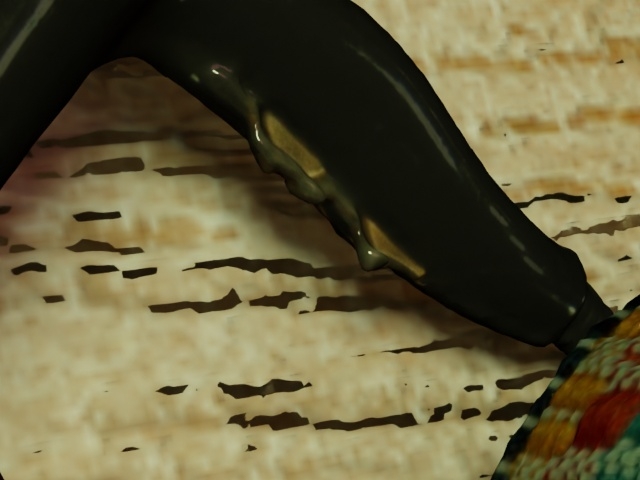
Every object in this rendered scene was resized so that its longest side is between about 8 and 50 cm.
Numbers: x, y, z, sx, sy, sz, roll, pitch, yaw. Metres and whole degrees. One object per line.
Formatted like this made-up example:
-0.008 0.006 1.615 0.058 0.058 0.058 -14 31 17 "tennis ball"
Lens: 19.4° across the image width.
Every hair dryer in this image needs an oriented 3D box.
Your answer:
0.000 0.000 0.453 0.359 0.120 0.304 39 49 -31 "hair dryer"

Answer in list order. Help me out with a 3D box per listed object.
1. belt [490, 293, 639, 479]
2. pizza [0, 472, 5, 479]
0.182 0.106 0.466 0.295 0.160 0.207 10 83 -23 "belt"
-0.119 0.095 0.377 0.160 0.035 0.099 -37 98 -36 "pizza"
